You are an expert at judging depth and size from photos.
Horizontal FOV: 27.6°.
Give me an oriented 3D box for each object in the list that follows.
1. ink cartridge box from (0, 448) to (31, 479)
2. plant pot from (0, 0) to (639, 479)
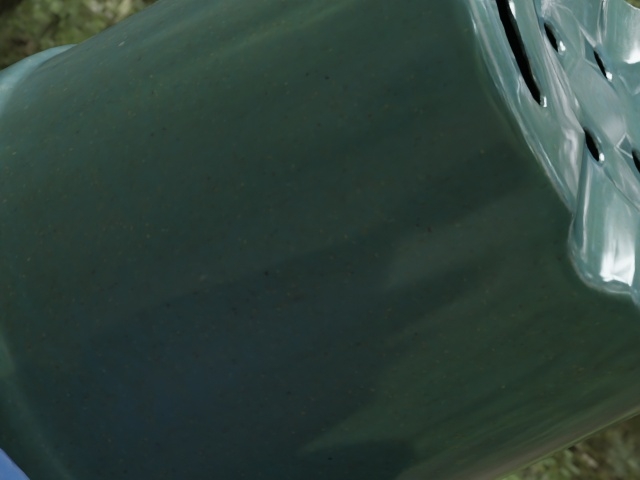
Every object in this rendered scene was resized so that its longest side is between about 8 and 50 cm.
[{"bbox_3d":[-0.183,0.279,0.407,0.151,0.270,0.396,22,-54,61],"label":"ink cartridge box"},{"bbox_3d":[0.000,0.000,0.635,0.341,0.334,0.341,37,38,-37],"label":"plant pot"}]
